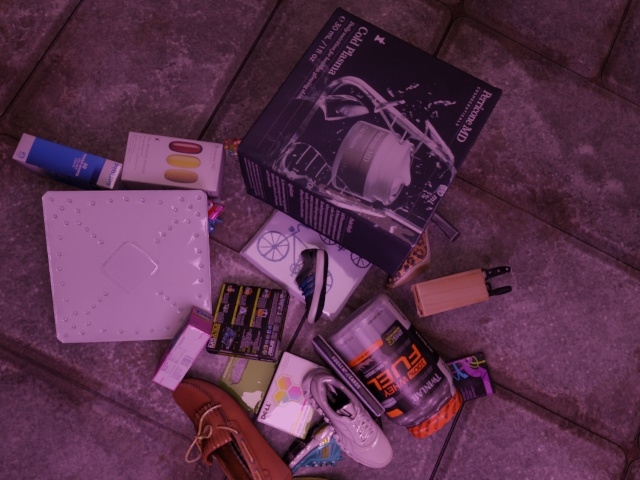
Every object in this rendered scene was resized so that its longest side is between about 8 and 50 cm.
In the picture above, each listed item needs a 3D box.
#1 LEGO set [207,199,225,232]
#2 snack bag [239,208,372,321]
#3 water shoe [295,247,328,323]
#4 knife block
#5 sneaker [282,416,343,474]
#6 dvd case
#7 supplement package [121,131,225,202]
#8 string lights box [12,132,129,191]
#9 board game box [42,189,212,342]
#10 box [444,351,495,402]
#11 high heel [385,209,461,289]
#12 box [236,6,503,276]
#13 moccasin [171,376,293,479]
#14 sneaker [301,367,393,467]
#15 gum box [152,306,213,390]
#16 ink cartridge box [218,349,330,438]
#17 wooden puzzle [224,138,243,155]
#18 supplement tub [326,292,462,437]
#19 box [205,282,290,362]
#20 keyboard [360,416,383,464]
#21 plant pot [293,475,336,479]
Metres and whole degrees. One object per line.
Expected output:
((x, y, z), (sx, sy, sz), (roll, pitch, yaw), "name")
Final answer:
((-0.357, -0.033, 1.431), (0.093, 0.087, 0.227), (44, 94, 8), "LEGO set")
((0.000, 0.000, 1.492), (0.323, 0.037, 0.342), (36, 79, 0), "snack bag")
((-0.028, 0.122, 1.426), (0.080, 0.073, 0.203), (4, 76, 16), "water shoe")
((0.389, 0.126, 1.414), (0.242, 0.276, 0.088), (-18, 81, 21), "knife block")
((0.004, 0.538, 1.360), (0.275, 0.107, 0.110), (-35, 91, -6), "sneaker")
((0.066, 0.348, 1.340), (0.029, 0.179, 0.238), (-39, 73, -12), "dvd case")
((-0.388, -0.194, 1.433), (0.244, 0.134, 0.139), (6, 80, -5), "supplement package")
((-0.646, -0.189, 1.405), (0.260, 0.133, 0.076), (17, 78, -3), "string lights box")
((-0.478, 0.064, 1.354), (0.390, 0.050, 0.389), (-1, 103, -6), "board game box")
((0.391, 0.387, 1.469), (0.162, 0.029, 0.116), (-14, 82, -7), "box")
((0.243, 0.003, 1.512), (0.261, 0.093, 0.186), (-42, 64, 1), "high heel")
((0.118, -0.245, 1.372), (0.472, 0.297, 0.480), (30, 75, 6), "box")
((-0.239, 0.492, 1.295), (0.380, 0.147, 0.139), (48, 122, 15), "moccasin")
((0.073, 0.437, 1.285), (0.110, 0.118, 0.292), (-43, 91, -24), "sneaker")
((-0.346, 0.274, 1.335), (0.062, 0.107, 0.188), (32, 101, -15), "gum box")
((-0.129, 0.375, 1.381), (0.255, 0.097, 0.188), (22, 79, -3), "ink cartridge box")
((-0.237, -0.269, 1.528), (0.083, 0.006, 0.049), (-2, 80, -7), "wooden puzzle")
((0.193, 0.322, 1.369), (0.207, 0.207, 0.338), (-40, 86, -11), "supplement tub")
((-0.187, 0.212, 1.387), (0.184, 0.045, 0.190), (4, 62, 10), "box")
((0.114, 0.504, 1.423), (0.108, 0.023, 0.180), (-9, 80, -7), "keyboard")
((-0.059, 0.800, 1.210), (0.367, 0.366, 0.352), (-8, 92, -7), "plant pot")
